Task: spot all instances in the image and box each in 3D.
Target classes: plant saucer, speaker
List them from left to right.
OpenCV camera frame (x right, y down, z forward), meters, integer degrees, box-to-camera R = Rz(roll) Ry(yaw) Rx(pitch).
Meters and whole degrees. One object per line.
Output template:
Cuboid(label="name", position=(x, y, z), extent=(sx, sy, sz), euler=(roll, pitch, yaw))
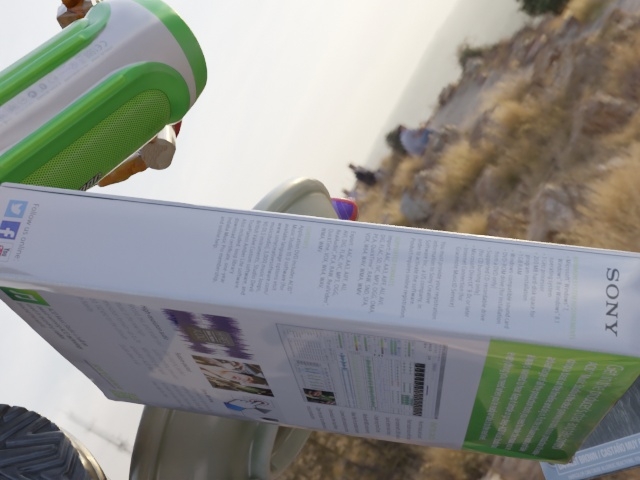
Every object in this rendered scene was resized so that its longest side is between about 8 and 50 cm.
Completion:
Cuboid(label="speaker", position=(-0.231, -0.087, 0.736), extent=(0.296, 0.131, 0.131), euler=(-45, -8, -29))
Cuboid(label="plant saucer", position=(-0.048, 0.133, 0.931), extent=(0.400, 0.101, 0.400), euler=(-59, -17, -30))

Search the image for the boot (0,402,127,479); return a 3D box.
Cuboid(label="boot", position=(-0.208, 0.309, 0.894), extent=(0.146, 0.367, 0.445), euler=(-58, -43, -19))

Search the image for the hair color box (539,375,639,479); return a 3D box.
Cuboid(label="hair color box", position=(0.371, 0.101, 0.774), extent=(0.185, 0.374, 0.113), euler=(-43, 60, 55))

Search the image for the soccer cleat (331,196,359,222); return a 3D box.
Cuboid(label="soccer cleat", position=(0.000, 0.000, 1.357), extent=(0.248, 0.083, 0.095), euler=(136, 142, -68))

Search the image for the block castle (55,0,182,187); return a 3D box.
Cuboid(label="block castle", position=(-0.424, -0.271, 1.300), extent=(0.303, 0.453, 0.213), euler=(-25, 32, 3))

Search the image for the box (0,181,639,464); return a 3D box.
Cuboid(label="box", position=(0.001, 0.059, 0.512), extent=(0.232, 0.322, 0.058), euler=(80, -160, -64))
